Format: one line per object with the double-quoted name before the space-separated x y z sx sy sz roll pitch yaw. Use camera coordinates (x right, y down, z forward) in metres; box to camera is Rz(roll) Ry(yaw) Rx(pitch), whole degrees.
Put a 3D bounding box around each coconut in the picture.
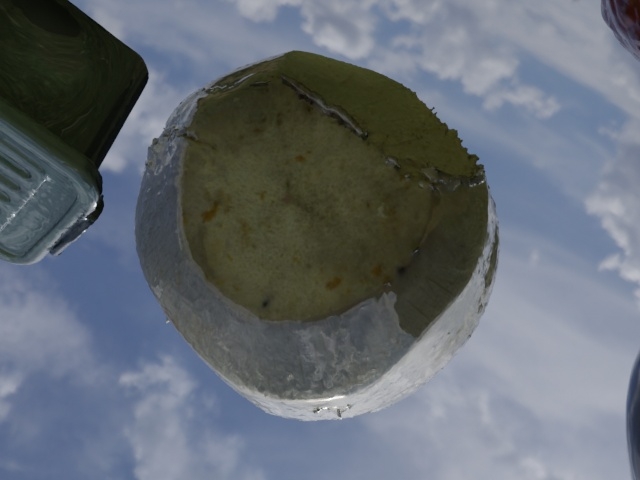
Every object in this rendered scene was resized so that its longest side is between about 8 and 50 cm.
"coconut" 0.000 0.000 1.087 0.346 0.346 0.360 35 172 14

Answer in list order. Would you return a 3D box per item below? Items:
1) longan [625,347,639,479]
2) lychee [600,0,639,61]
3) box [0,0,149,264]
"longan" 0.424 0.167 0.897 0.361 0.361 0.361 23 -155 -12
"lychee" 0.350 -0.231 0.874 0.255 0.300 0.255 11 -106 -40
"box" -0.249 -0.112 0.793 0.243 0.163 0.135 36 -129 -16
